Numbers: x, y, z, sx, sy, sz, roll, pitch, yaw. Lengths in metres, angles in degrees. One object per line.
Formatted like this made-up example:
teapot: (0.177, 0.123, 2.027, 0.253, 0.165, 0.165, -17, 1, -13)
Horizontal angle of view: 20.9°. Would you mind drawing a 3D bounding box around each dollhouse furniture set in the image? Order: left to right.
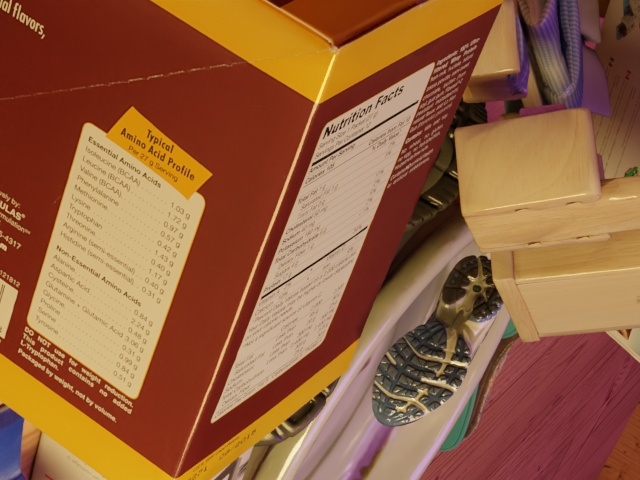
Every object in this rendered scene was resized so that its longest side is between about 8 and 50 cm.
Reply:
dollhouse furniture set: (0.188, -0.123, 1.010, 0.286, 0.198, 0.303, 54, 31, -68)

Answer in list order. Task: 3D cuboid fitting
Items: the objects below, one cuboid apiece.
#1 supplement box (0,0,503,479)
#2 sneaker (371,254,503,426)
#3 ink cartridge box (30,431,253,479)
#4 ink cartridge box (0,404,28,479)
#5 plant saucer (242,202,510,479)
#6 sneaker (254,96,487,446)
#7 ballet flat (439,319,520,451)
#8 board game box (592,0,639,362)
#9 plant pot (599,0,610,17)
supplement box: (-0.067, -0.051, 0.614, 0.129, 0.191, 0.194, -33, 151, -53)
sneaker: (0.080, 0.075, 1.140, 0.135, 0.052, 0.058, -49, 164, -24)
ink cartridge box: (-0.099, 0.117, 0.970, 0.060, 0.104, 0.180, -39, 156, -47)
ink cartridge box: (-0.203, 0.260, 0.900, 0.165, 0.065, 0.333, -26, 132, -58)
plant saucer: (0.013, 0.119, 1.282, 0.400, 0.100, 0.400, -50, 162, -23)
sneaker: (0.000, 0.000, 1.069, 0.286, 0.109, 0.130, -55, -178, -17)
ballet flat: (0.136, 0.057, 1.544, 0.106, 0.107, 0.316, -68, -179, -46)
board game box: (0.254, -0.062, 1.183, 0.053, 0.193, 0.305, -10, 129, -33)
plant pot: (0.202, -0.209, 1.262, 0.081, 0.081, 0.083, -53, 167, -13)
